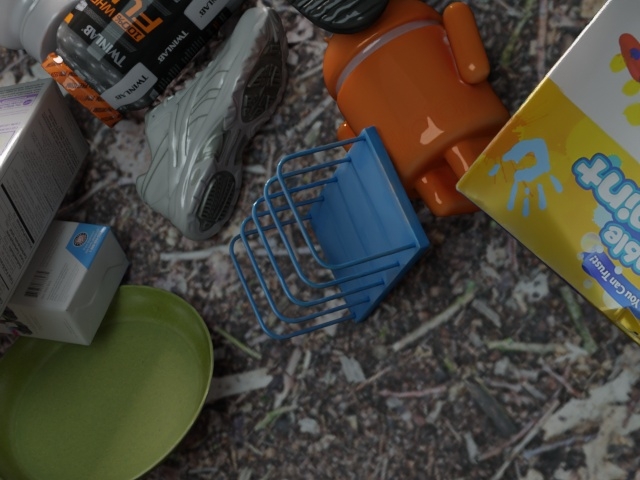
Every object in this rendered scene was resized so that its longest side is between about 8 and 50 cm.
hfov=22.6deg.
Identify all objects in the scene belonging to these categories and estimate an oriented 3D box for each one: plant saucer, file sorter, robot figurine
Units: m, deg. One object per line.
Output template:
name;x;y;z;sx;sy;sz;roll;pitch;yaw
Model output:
plant saucer;-0.206;0.148;1.505;0.241;0.037;0.241;-12;49;14
file sorter;0.000;0.000;1.403;0.104;0.170;0.118;-15;71;-25
robot figurine;0.086;-0.126;1.422;0.128;0.158;0.219;-28;70;-13

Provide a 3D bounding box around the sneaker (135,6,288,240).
sneaker;-0.115;-0.124;1.528;0.115;0.090;0.232;26;91;27

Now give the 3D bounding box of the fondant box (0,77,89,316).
fondant box;-0.387;-0.012;1.511;0.238;0.096;0.330;-8;34;20

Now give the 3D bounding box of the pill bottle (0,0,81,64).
pill bottle;-0.317;-0.270;1.612;0.221;0.124;0.124;42;99;23

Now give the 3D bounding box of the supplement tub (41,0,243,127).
supplement tub;-0.171;-0.207;1.532;0.117;0.117;0.190;41;89;22

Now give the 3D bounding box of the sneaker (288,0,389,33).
sneaker;-0.017;-0.289;1.471;0.122;0.146;0.330;-31;56;-1

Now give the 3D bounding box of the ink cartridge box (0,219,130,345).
ink cartridge box;-0.292;0.035;1.567;0.181;0.061;0.104;7;54;25

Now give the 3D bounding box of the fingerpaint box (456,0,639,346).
fingerpaint box;0.398;-0.034;1.258;0.445;0.163;0.371;42;98;24
